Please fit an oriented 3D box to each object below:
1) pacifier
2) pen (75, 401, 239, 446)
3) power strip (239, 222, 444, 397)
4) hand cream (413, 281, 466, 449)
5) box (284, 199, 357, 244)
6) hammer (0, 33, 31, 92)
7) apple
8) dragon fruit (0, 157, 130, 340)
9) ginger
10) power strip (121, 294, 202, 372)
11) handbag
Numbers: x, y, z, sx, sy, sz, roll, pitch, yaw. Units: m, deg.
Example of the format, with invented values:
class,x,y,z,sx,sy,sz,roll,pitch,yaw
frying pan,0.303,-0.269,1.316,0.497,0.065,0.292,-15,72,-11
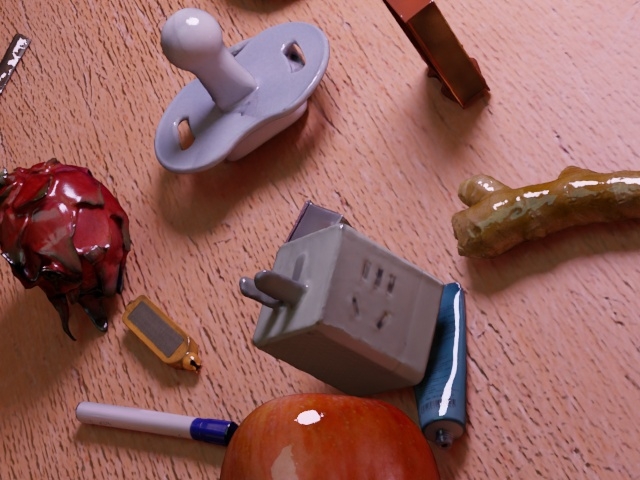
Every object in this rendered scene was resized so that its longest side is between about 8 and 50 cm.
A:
class,x,y,z,sx,sy,sz,roll,pitch,yaw
pacifier,-0.141,-0.239,1.835,0.299,0.233,0.244,-34,44,9
pen,-0.216,0.237,1.692,0.269,0.033,0.033,2,61,36
power strip,0.010,0.072,1.504,0.139,0.224,0.140,-20,47,51
hand cream,0.135,0.145,1.517,0.083,0.048,0.224,-20,44,21
box,0.000,0.000,1.694,0.063,0.060,0.084,13,66,34
hammer,-0.580,-0.240,2.276,0.125,0.027,0.297,9,65,33
apple,0.012,0.289,1.359,0.242,0.242,0.241,-23,56,20
dragon fruit,-0.361,0.001,1.846,0.193,0.274,0.192,-36,0,-25
ginger,0.291,-0.037,1.519,0.299,0.065,0.118,-5,61,28
power strip,-0.210,0.131,1.763,0.049,0.028,0.178,-49,46,-5
handbag,0.142,-0.268,1.692,0.063,0.190,0.127,-37,45,5
